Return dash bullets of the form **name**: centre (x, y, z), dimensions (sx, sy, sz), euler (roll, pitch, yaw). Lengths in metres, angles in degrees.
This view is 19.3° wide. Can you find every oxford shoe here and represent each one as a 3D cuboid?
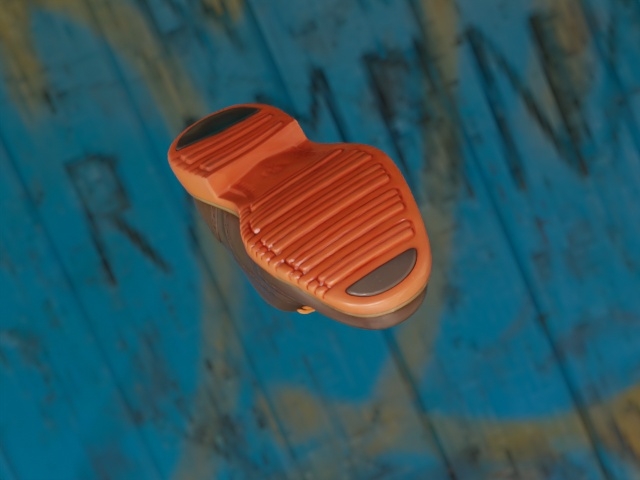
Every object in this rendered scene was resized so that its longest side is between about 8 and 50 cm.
- **oxford shoe**: centre (0.000, 0.000, 1.103), dimensions (0.097, 0.098, 0.271), euler (-29, 29, -10)
